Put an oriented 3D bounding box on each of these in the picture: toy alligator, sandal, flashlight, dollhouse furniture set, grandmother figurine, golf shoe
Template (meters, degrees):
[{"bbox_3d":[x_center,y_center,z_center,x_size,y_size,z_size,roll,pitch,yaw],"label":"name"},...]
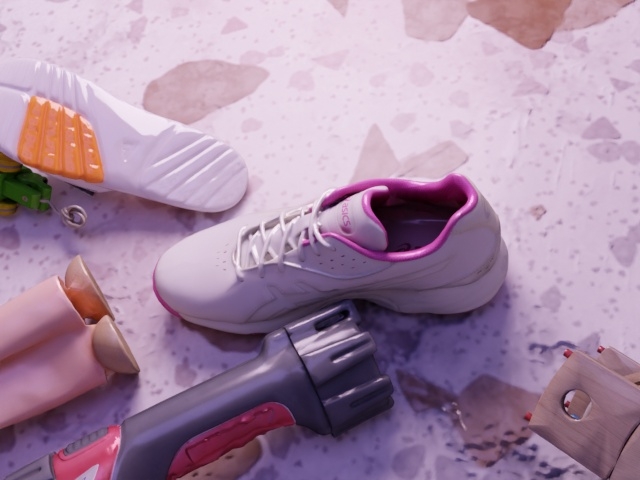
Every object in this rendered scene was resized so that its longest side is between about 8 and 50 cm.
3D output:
[{"bbox_3d":[-0.294,-0.056,0.941,0.190,0.056,0.051,21,23,15],"label":"toy alligator"},{"bbox_3d":[-0.200,-0.083,0.931,0.265,0.076,0.102,23,73,-2],"label":"sandal"},{"bbox_3d":[-0.090,0.163,0.755,0.304,0.103,0.103,-23,54,-9],"label":"flashlight"},{"bbox_3d":[0.199,0.185,0.694,0.129,0.129,0.183,33,100,25],"label":"dollhouse furniture set"},{"bbox_3d":[-0.335,0.133,0.809,0.342,0.104,0.208,-28,51,-10],"label":"grandmother figurine"},{"bbox_3d":[0.000,0.000,0.805,0.306,0.140,0.115,-8,61,7],"label":"golf shoe"}]

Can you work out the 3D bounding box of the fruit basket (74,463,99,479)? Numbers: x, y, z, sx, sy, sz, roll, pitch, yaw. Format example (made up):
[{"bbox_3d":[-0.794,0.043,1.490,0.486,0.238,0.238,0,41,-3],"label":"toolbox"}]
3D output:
[{"bbox_3d":[-0.281,0.270,0.469,0.353,0.327,0.165,-39,104,9],"label":"fruit basket"}]
